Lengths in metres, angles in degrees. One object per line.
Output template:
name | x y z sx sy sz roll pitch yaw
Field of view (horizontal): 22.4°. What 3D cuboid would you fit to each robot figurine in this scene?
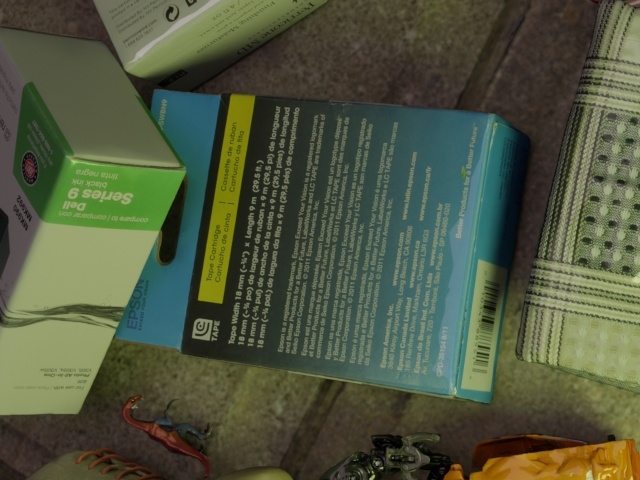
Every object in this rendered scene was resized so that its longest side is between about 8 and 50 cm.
robot figurine | 0.130 0.258 1.355 0.291 0.085 0.211 -11 78 21

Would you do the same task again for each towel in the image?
towel | 0.342 -0.011 1.277 0.324 0.056 0.312 14 88 9

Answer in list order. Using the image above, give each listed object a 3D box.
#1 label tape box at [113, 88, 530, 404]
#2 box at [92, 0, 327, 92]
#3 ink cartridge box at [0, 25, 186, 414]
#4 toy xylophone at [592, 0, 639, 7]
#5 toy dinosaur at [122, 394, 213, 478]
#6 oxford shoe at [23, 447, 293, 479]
label tape box | 0.000 0.000 1.434 0.333 0.106 0.241 7 86 26
box | -0.121 -0.265 1.515 0.181 0.119 0.182 -32 72 16
ink cartridge box | -0.257 -0.013 1.458 0.211 0.121 0.289 53 128 41
toy xylophone | 0.302 -0.309 1.359 0.322 0.081 0.236 -13 79 21
toy dinosaur | -0.142 0.173 1.491 0.082 0.090 0.047 17 103 -19
oxford shoe | -0.190 0.246 1.455 0.397 0.140 0.146 -19 65 25
